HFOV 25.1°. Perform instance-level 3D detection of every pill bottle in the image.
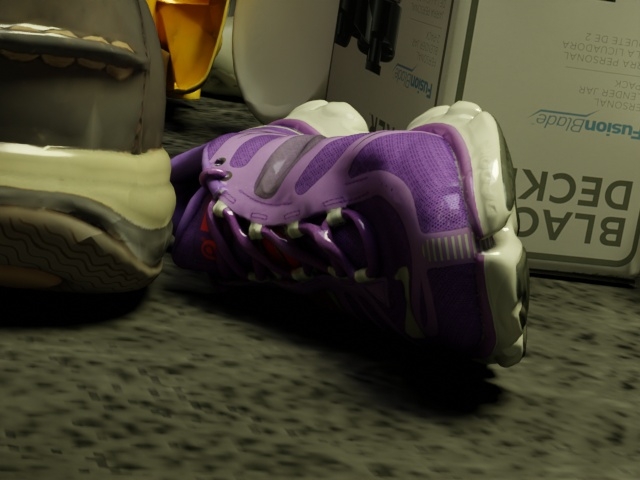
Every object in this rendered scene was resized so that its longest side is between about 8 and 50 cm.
[{"bbox_3d":[0.070,-0.098,0.738,0.208,0.117,0.117,6,11,-34],"label":"pill bottle"}]

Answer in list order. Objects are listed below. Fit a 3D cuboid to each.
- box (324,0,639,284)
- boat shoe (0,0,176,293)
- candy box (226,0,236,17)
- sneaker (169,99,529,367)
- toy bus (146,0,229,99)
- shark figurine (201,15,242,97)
[{"bbox_3d":[0.076,-0.144,0.548,0.087,0.290,0.169,5,14,-15],"label":"box"},{"bbox_3d":[-0.119,-0.084,0.485,0.132,0.130,0.355,4,12,-25],"label":"boat shoe"},{"bbox_3d":[-0.153,-0.230,1.343,0.196,0.070,0.165,10,11,-2],"label":"candy box"},{"bbox_3d":[0.000,0.000,0.392,0.071,0.068,0.170,-12,10,-22],"label":"sneaker"},{"bbox_3d":[-0.156,-0.147,0.789,0.220,0.149,0.211,6,-2,-3],"label":"toy bus"},{"bbox_3d":[0.042,-0.138,0.950,0.166,0.116,0.278,19,17,36],"label":"shark figurine"}]
